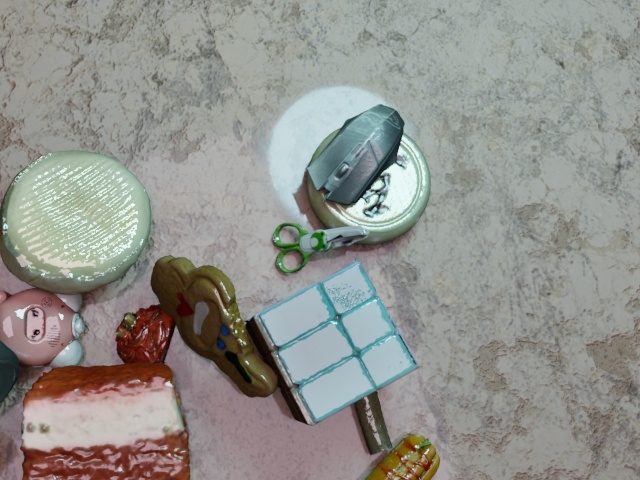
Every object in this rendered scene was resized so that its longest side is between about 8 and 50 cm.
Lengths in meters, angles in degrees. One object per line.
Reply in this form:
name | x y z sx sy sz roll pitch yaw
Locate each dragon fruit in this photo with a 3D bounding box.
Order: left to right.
dragon fruit | -0.336 0.183 1.664 0.106 0.083 0.162 18 81 -3

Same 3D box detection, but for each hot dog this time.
hot dog | 0.132 0.483 1.685 0.250 0.076 0.104 -43 90 -14

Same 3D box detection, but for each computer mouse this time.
computer mouse | 0.072 -0.168 1.678 0.126 0.071 0.231 42 80 2

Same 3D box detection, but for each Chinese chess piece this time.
Chinese chess piece | 0.096 -0.116 1.762 0.250 0.101 0.250 1 80 -7

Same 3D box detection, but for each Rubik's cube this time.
Rubik's cube | 0.012 0.191 1.638 0.231 0.221 0.224 -27 85 -11

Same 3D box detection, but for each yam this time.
yam | 0.100 0.350 1.712 0.054 0.054 0.132 -16 84 -10

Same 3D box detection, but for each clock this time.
clock | -0.522 0.160 1.634 0.162 0.093 0.165 0 80 -11

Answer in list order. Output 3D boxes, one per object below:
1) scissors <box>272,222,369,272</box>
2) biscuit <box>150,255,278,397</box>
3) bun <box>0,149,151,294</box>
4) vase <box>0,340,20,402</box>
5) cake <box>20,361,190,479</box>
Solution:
scissors | 0.000 0.000 1.710 0.204 0.027 0.101 -13 83 27
biscuit | -0.192 0.153 1.588 0.047 0.183 0.319 -32 85 -44
bun | -0.455 -0.028 1.641 0.287 0.146 0.287 5 68 -13
vase | -0.692 0.168 1.541 0.321 0.173 0.173 38 77 20
cake | -0.358 0.374 1.515 0.270 0.270 0.319 -4 93 -11
